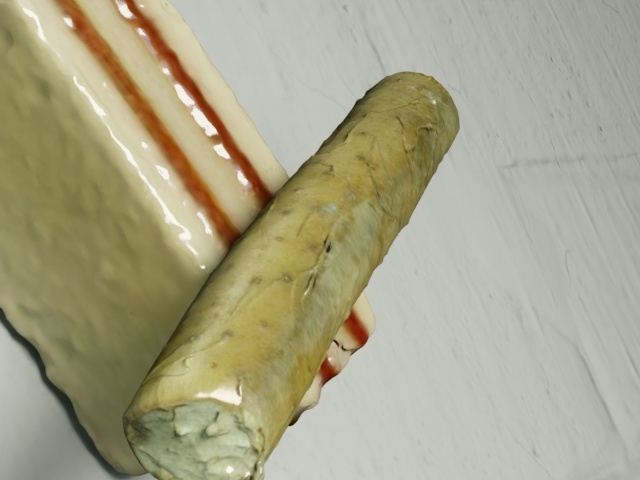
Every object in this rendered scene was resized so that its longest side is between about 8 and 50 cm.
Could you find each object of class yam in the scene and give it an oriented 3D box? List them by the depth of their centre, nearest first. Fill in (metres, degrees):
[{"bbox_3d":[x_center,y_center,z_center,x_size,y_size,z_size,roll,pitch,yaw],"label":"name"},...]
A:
[{"bbox_3d":[0.000,0.000,0.725,0.083,0.083,0.371,49,38,-14],"label":"yam"}]

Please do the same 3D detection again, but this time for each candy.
[{"bbox_3d":[-0.126,-0.018,0.797,0.320,0.179,0.135,55,37,-6],"label":"candy"}]
